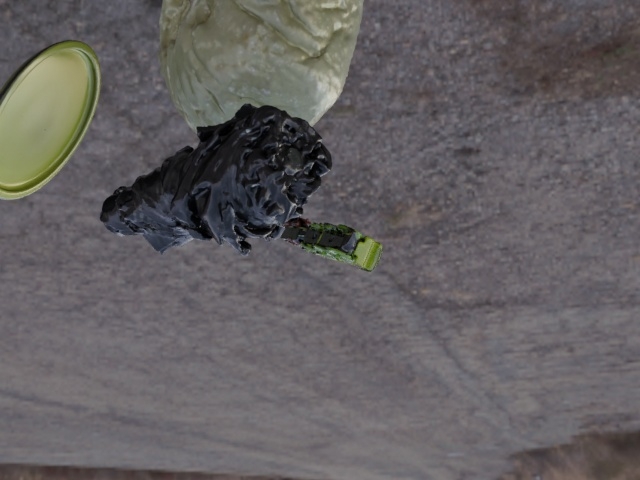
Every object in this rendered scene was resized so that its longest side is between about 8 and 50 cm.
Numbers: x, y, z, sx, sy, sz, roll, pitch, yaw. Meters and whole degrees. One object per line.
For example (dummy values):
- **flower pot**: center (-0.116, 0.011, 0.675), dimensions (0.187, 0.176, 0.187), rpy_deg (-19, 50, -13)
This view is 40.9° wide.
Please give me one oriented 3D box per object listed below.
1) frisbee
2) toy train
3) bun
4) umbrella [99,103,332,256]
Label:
- **frisbee**: center (-0.370, -0.159, 1.140), dimensions (0.017, 0.236, 0.236), rpy_deg (29, 167, 10)
- **toy train**: center (0.000, 0.000, 1.294), dimensions (0.085, 0.053, 0.249), rpy_deg (30, 173, -27)
- **bun**: center (-0.104, -0.313, 1.234), dimensions (0.227, 0.349, 0.352), rpy_deg (18, 133, -35)
- **umbrella**: center (-0.129, -0.038, 0.932), dimensions (0.128, 0.155, 0.336), rpy_deg (22, 146, -38)
